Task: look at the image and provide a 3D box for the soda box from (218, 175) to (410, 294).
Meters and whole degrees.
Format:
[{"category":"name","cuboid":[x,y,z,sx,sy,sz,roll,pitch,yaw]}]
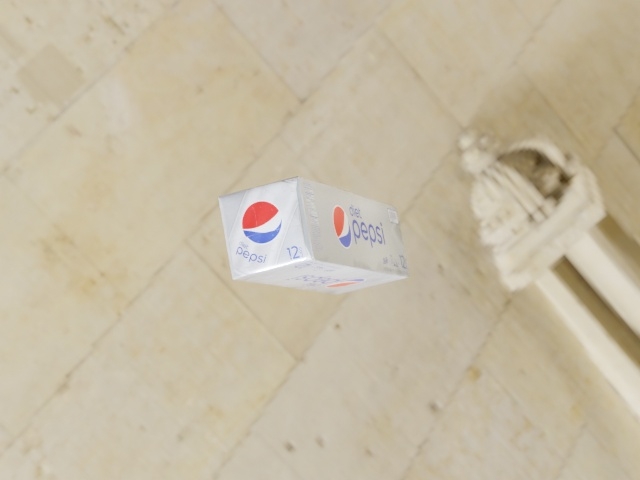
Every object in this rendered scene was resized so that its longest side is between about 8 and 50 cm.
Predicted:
[{"category":"soda box","cuboid":[0.000,0.000,1.412,0.098,0.091,0.286,-14,169,22]}]
